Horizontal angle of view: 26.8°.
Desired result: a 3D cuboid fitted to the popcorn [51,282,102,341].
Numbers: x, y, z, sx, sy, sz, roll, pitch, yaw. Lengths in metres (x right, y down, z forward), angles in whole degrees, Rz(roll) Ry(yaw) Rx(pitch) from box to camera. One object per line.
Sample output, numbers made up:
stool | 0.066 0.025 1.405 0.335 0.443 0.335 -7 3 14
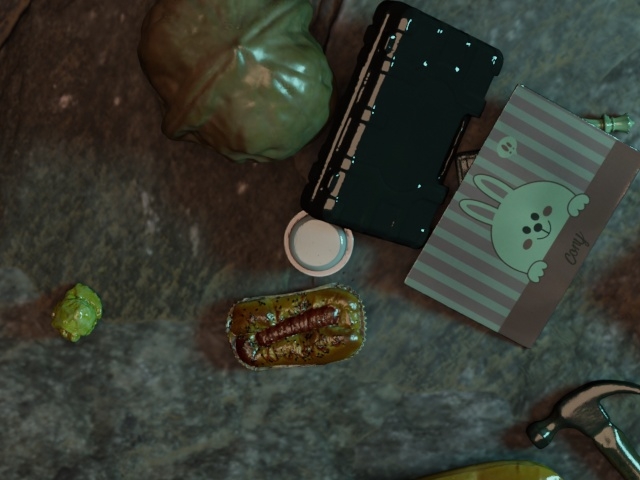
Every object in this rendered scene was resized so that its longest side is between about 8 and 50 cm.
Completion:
popcorn | -0.330 0.099 1.824 0.059 0.068 0.083 33 59 -20

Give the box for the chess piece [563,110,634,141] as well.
chess piece | 0.359 -0.149 1.737 0.093 0.042 0.042 -3 94 0

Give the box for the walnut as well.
walnut | -0.103 -0.215 1.667 0.227 0.273 0.273 -17 93 2

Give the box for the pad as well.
pad | 0.265 -0.027 1.738 0.202 0.005 0.300 28 101 -10

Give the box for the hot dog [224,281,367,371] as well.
hot dog | -0.031 0.119 1.793 0.191 0.059 0.108 -9 89 9

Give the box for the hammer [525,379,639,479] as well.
hammer | 0.464 0.373 1.765 0.168 0.044 0.440 -37 90 9

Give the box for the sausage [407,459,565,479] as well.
sausage | 0.158 0.372 1.764 0.354 0.116 0.134 -12 79 4

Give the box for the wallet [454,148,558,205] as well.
wallet | 0.244 -0.080 1.759 0.129 0.026 0.088 -8 93 7

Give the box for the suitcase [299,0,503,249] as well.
suitcase | 0.104 -0.140 1.693 0.066 0.206 0.285 29 99 46

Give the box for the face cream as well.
face cream | 0.000 0.000 1.758 0.091 0.095 0.091 1 94 7
